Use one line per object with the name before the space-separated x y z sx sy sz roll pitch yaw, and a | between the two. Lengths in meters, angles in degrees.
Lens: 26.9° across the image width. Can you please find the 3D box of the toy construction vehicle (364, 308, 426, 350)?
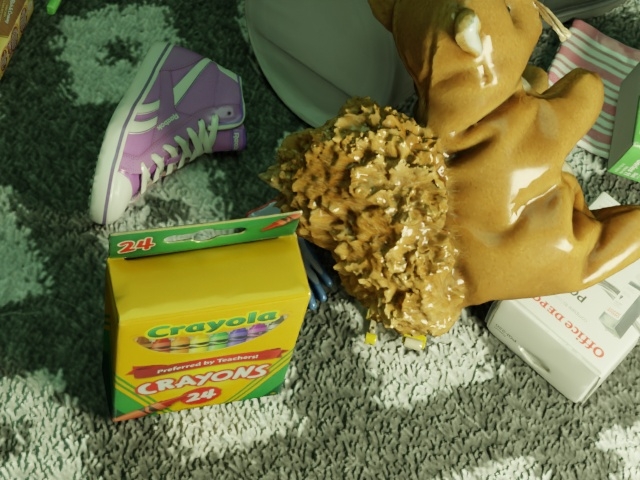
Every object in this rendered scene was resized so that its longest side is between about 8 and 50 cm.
toy construction vehicle | 0.097 0.093 1.630 0.085 0.035 0.098 14 52 -4

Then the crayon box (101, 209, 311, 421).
crayon box | -0.128 0.087 1.427 0.202 0.318 0.081 -8 62 -13

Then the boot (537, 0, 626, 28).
boot | 0.368 -0.467 1.752 0.367 0.445 0.146 -30 69 -23

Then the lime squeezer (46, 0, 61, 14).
lime squeezer | -0.365 -0.424 1.815 0.110 0.059 0.310 -4 51 -36

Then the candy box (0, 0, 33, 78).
candy box | -0.452 -0.260 1.726 0.109 0.053 0.187 17 61 0

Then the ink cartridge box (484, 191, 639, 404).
ink cartridge box | 0.332 0.069 1.647 0.158 0.092 0.218 41 64 14

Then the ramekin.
ramekin | 0.037 -0.279 1.705 0.127 0.273 0.273 -30 69 -37

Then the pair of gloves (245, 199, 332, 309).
pair of gloves | 0.000 0.000 1.671 0.198 0.023 0.159 -21 66 -21

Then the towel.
towel | 0.380 -0.210 1.850 0.144 0.029 0.197 26 60 6

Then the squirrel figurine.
squirrel figurine | 0.143 -0.106 1.517 0.397 0.370 0.281 -31 37 -14

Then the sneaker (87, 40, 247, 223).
sneaker | -0.179 -0.123 1.667 0.161 0.102 0.282 22 59 0

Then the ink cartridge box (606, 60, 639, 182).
ink cartridge box | 0.501 -0.138 1.779 0.208 0.087 0.153 19 63 -6
